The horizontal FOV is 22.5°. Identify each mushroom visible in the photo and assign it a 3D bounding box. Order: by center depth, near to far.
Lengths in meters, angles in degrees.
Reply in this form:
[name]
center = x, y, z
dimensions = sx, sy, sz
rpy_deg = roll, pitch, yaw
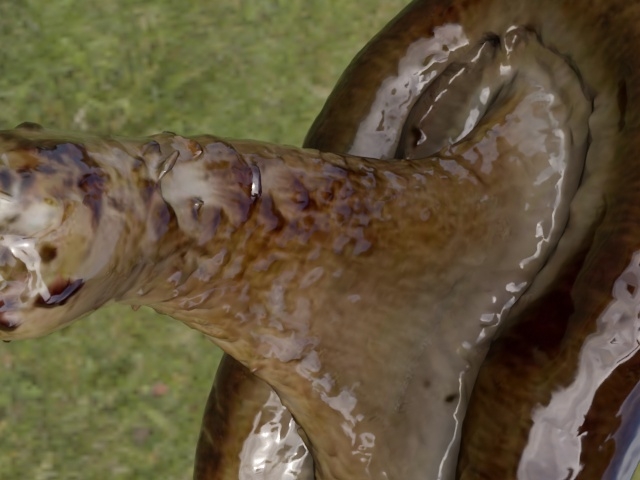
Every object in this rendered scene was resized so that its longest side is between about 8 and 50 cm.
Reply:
[mushroom]
center = 0.000, 0.000, 0.389
dimensions = 0.217, 0.148, 0.227
rpy_deg = 28, 80, -48
